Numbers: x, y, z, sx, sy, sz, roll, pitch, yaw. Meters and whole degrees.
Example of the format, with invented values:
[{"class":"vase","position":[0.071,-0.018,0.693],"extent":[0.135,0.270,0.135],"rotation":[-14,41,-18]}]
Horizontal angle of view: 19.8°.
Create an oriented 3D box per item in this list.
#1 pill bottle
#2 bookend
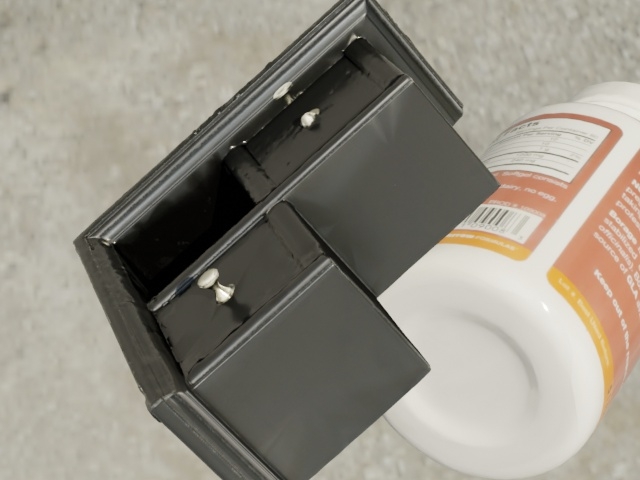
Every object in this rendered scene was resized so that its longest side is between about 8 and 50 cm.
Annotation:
[{"class":"pill bottle","position":[0.113,0.009,0.884],"extent":[0.121,0.216,0.121],"rotation":[16,126,23]},{"class":"bookend","position":[0.000,0.000,0.677],"extent":[0.156,0.157,0.072],"rotation":[-41,117,3]}]
